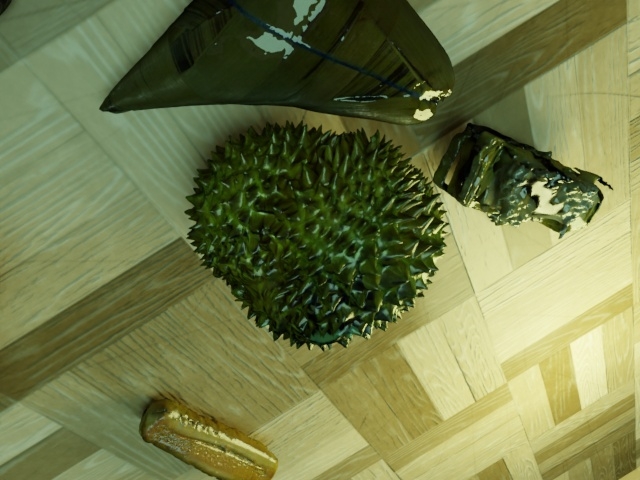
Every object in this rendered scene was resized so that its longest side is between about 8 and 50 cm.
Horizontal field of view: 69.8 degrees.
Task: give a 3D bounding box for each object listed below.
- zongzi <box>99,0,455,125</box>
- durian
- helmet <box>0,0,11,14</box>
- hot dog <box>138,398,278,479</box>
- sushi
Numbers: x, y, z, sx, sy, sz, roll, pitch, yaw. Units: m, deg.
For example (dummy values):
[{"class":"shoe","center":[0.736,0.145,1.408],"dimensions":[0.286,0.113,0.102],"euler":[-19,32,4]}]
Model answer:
[{"class":"zongzi","center":[-0.034,-0.158,0.483],"dimensions":[0.289,0.123,0.260],"euler":[-41,131,20]},{"class":"durian","center":[0.000,0.004,0.514],"dimensions":[0.290,0.225,0.291],"euler":[-1,157,0]},{"class":"helmet","center":[-0.327,-0.219,0.326],"dimensions":[0.176,0.107,0.153],"euler":[-14,123,-12]},{"class":"hot dog","center":[-0.183,0.348,0.781],"dimensions":[0.083,0.068,0.289],"euler":[-52,123,-12]},{"class":"sushi","center":[0.287,-0.065,0.656],"dimensions":[0.290,0.131,0.139],"euler":[8,117,-35]}]
